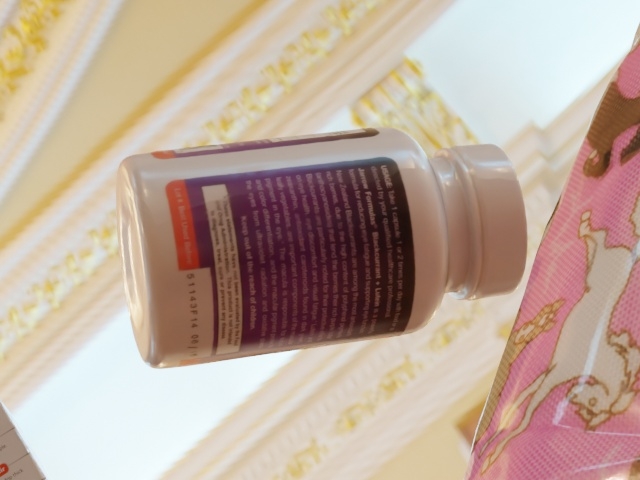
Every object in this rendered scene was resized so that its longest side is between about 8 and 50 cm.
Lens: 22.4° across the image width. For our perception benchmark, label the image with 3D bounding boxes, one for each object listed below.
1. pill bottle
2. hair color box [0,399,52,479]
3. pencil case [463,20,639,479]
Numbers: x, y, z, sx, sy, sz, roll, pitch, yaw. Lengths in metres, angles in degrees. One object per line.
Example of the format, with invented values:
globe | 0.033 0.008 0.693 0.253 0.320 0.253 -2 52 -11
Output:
pill bottle | 0.000 0.000 0.813 0.193 0.108 0.108 -7 -57 -13
hair color box | -0.196 0.185 0.984 0.093 0.167 0.053 -32 -29 -9
pencil case | 0.144 0.048 0.483 0.160 0.386 0.167 35 -31 -16
